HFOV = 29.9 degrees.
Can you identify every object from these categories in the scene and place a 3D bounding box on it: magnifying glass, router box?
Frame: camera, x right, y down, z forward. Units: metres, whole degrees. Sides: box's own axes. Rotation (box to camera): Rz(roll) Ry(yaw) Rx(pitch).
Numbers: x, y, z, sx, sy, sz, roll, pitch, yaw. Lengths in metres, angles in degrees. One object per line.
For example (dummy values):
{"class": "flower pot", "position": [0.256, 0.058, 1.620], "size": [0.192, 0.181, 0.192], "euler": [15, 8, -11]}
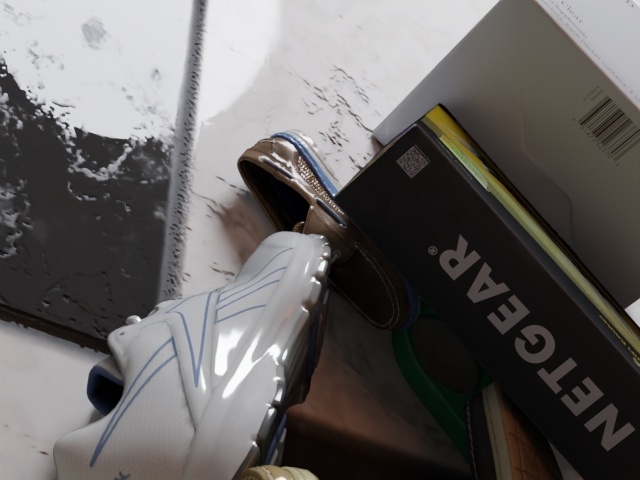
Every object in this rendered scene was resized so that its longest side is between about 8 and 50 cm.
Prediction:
{"class": "magnifying glass", "position": [0.117, 0.143, 0.909], "size": [0.092, 0.026, 0.231], "euler": [5, 56, -39]}
{"class": "router box", "position": [0.154, 0.040, 0.901], "size": [0.309, 0.081, 0.243], "euler": [48, 13, -2]}

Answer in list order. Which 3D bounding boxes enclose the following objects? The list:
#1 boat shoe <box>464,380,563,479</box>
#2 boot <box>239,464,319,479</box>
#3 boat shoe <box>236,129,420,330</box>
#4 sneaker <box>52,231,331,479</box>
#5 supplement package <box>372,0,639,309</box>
{"class": "boat shoe", "position": [0.122, 0.230, 0.788], "size": [0.103, 0.092, 0.285], "euler": [35, 39, -50]}
{"class": "boot", "position": [-0.117, 0.206, 0.540], "size": [0.203, 0.095, 0.262], "euler": [22, 78, -14]}
{"class": "boat shoe", "position": [0.000, 0.000, 0.902], "size": [0.066, 0.066, 0.183], "euler": [-23, 66, -41]}
{"class": "sneaker", "position": [-0.067, 0.070, 0.745], "size": [0.129, 0.111, 0.297], "euler": [11, 27, 7]}
{"class": "supplement package", "position": [0.221, -0.085, 1.046], "size": [0.262, 0.204, 0.145], "euler": [46, 40, 0]}
